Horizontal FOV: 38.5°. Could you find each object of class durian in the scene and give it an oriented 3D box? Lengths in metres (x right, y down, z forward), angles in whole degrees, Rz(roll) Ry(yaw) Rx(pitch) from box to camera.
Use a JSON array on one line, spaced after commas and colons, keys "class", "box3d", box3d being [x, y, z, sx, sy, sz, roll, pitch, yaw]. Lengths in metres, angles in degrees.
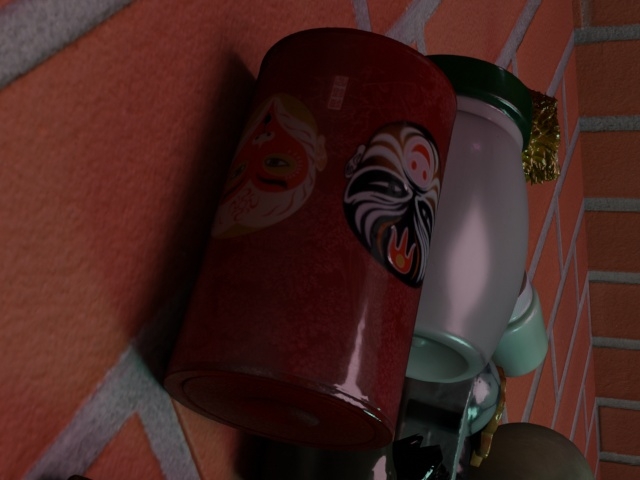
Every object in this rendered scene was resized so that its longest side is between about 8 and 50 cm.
[{"class": "durian", "box3d": [0.391, -0.197, 1.788, 0.138, 0.183, 0.249, -47, 153, -1]}]

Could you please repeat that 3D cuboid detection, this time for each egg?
[{"class": "egg", "box3d": [0.336, 0.440, 1.554, 0.352, 0.258, 0.259, -8, 99, -59]}]

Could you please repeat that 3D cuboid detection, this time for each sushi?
[{"class": "sushi", "box3d": [0.103, 0.350, 1.155, 0.172, 0.153, 0.151, -24, 94, -85]}]

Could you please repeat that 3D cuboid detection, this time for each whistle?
[{"class": "whistle", "box3d": [0.176, 0.245, 1.322, 0.163, 0.163, 0.290, -11, 113, -65]}]

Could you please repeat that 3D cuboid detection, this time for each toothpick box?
[{"class": "toothpick box", "box3d": [0.000, 0.000, 0.836, 0.204, 0.204, 0.333, 55, 44, -54]}]

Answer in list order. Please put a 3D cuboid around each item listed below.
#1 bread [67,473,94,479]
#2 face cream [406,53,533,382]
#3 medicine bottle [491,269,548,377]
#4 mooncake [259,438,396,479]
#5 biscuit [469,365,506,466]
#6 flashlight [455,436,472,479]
[{"class": "bread", "box3d": [-0.094, 0.328, 0.763, 0.416, 0.113, 0.165, 52, 45, -53]}, {"class": "face cream", "box3d": [0.143, -0.026, 1.129, 0.312, 0.219, 0.357, 51, 46, -55]}, {"class": "medicine bottle", "box3d": [0.331, 0.138, 1.659, 0.225, 0.139, 0.139, 64, 36, -47]}, {"class": "mooncake", "box3d": [0.020, 0.228, 0.942, 0.168, 0.175, 0.104, 18, 75, -21]}, {"class": "biscuit", "box3d": [0.258, 0.267, 1.424, 0.133, 0.027, 0.184, -80, -179, -61]}, {"class": "flashlight", "box3d": [0.196, 0.277, 1.421, 0.103, 0.103, 0.424, 49, 47, -57]}]
